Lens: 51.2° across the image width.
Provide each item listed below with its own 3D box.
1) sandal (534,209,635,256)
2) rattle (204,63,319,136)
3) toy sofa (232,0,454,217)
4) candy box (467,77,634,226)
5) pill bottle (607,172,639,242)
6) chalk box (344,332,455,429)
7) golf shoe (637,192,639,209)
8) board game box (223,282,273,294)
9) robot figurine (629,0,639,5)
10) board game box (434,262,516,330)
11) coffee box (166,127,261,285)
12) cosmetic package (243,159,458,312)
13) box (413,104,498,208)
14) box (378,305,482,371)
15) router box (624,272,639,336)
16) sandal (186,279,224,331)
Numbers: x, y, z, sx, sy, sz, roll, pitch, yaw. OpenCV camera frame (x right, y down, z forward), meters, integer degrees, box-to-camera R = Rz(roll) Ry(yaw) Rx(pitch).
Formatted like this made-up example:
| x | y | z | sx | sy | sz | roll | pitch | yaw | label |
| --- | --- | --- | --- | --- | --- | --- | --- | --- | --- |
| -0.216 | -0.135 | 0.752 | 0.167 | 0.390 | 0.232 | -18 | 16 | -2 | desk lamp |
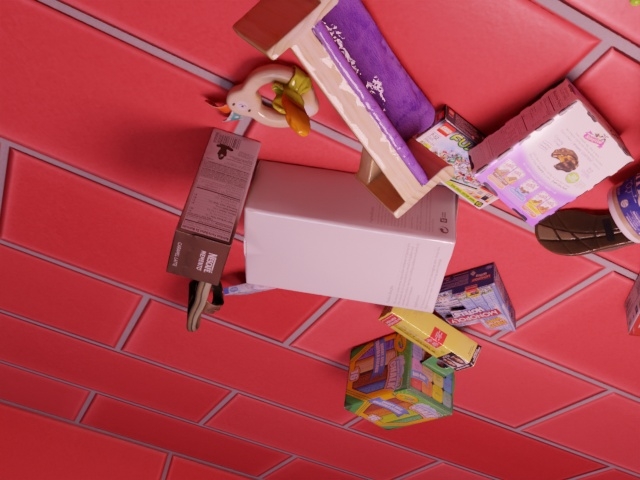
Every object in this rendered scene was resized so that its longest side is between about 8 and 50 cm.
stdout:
| x | y | z | sx | sy | sz | roll | pitch | yaw | label |
| --- | --- | --- | --- | --- | --- | --- | --- | --- | --- |
| 0.517 | -0.017 | 1.249 | 0.219 | 0.090 | 0.060 | -10 | 161 | 16 | sandal |
| -0.106 | -0.199 | 1.107 | 0.199 | 0.143 | 0.130 | -8 | 158 | 14 | rattle |
| 0.061 | -0.219 | 0.958 | 0.177 | 0.150 | 0.362 | -41 | 128 | 2 | toy sofa |
| 0.370 | -0.137 | 1.085 | 0.165 | 0.070 | 0.196 | 35 | 124 | -28 | candy box |
| 0.586 | -0.081 | 1.102 | 0.112 | 0.112 | 0.186 | 31 | 139 | -25 | pill bottle |
| 0.228 | 0.352 | 1.712 | 0.180 | 0.179 | 0.289 | 34 | 138 | -29 | chalk box |
| 0.525 | -0.166 | 0.982 | 0.120 | 0.105 | 0.273 | 26 | 117 | 13 | golf shoe |
| -0.168 | 0.114 | 1.594 | 0.090 | 0.020 | 0.090 | -12 | 171 | 29 | board game box |
| 0.408 | -0.348 | 0.830 | 0.115 | 0.067 | 0.101 | 6 | 137 | 7 | robot figurine |
| 0.351 | 0.147 | 1.509 | 0.194 | 0.060 | 0.194 | -21 | 132 | 35 | board game box |
| -0.191 | -0.062 | 1.212 | 0.098 | 0.246 | 0.141 | 17 | 144 | -8 | coffee box |
| 0.052 | -0.007 | 1.289 | 0.385 | 0.156 | 0.217 | 11 | 136 | 2 | cosmetic package |
| 0.251 | -0.141 | 1.171 | 0.207 | 0.036 | 0.114 | 30 | 139 | -24 | box |
| 0.256 | 0.217 | 1.568 | 0.232 | 0.058 | 0.087 | 34 | 154 | -5 | box |
| 0.789 | 0.078 | 1.286 | 0.301 | 0.082 | 0.335 | 3 | 143 | 10 | router box |
| -0.268 | 0.131 | 1.606 | 0.086 | 0.120 | 0.303 | 9 | 145 | -18 | sandal |
